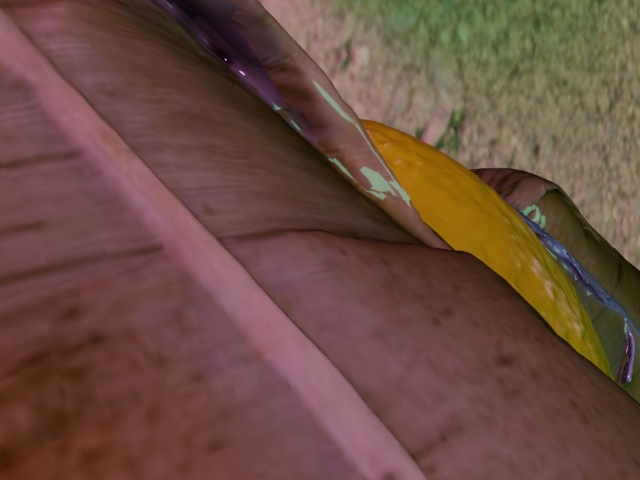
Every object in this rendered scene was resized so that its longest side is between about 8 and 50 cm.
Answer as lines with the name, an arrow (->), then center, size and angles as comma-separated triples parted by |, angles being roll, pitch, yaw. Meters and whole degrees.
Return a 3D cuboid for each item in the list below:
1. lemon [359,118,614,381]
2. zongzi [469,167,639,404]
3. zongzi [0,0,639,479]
lemon -> 0.002, 0.081, 0.675 | 0.236, 0.236, 0.263 | -8, 95, -49
zongzi -> 0.142, 0.024, 0.937 | 0.256, 0.115, 0.228 | -49, 123, -44
zongzi -> -0.013, 0.008, 0.508 | 0.467, 0.218, 0.500 | -15, 78, -45
